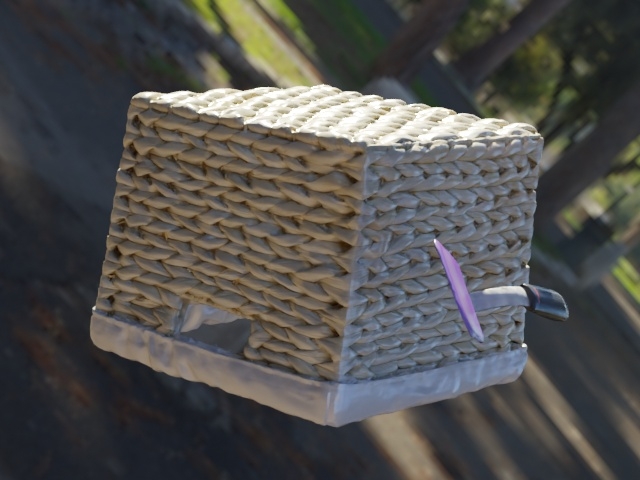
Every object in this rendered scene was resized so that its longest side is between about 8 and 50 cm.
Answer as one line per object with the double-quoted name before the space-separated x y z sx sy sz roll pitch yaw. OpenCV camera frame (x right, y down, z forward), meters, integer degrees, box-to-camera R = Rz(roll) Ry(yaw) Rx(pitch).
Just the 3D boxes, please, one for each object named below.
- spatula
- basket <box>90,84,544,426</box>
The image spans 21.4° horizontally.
"spatula" 0.165 0.052 1.489 0.296 0.030 0.084 10 58 -60
"basket" 0.000 0.000 1.663 0.328 0.267 0.331 15 15 37
